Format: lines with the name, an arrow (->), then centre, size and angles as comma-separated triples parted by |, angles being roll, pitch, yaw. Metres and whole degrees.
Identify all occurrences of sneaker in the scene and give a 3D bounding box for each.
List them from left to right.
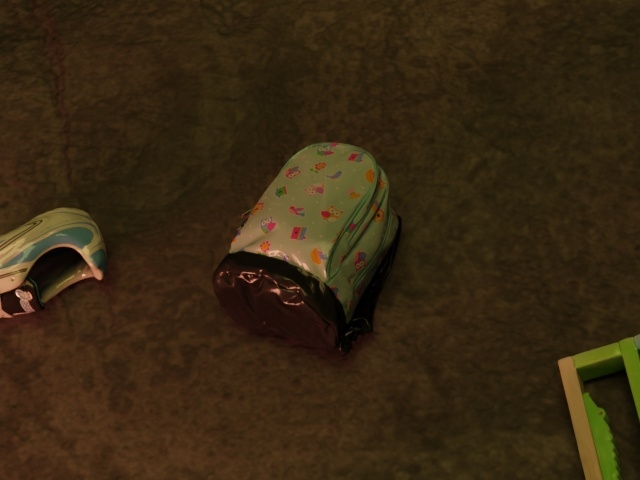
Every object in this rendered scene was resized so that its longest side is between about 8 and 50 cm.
sneaker -> -0.317, 0.044, 1.387 | 0.237, 0.085, 0.086 | -25, 49, -7

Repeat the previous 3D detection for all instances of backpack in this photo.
backpack -> 0.000, 0.000, 1.344 | 0.152, 0.115, 0.182 | 19, 57, 25

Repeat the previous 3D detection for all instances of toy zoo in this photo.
toy zoo -> 0.355, 0.141, 1.187 | 0.293, 0.030, 0.192 | -18, 52, 15
